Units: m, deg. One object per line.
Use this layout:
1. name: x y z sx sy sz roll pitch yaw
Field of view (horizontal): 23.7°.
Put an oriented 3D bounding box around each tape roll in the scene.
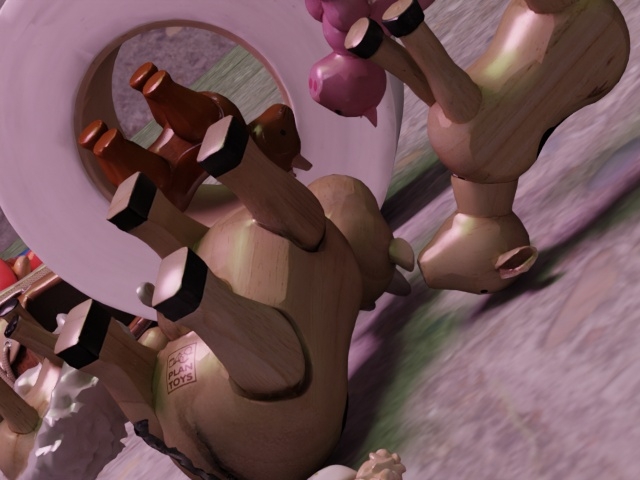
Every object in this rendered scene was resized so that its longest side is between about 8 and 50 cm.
1. tape roll: -0.085 -0.087 1.044 0.286 0.286 0.100 -38 13 17

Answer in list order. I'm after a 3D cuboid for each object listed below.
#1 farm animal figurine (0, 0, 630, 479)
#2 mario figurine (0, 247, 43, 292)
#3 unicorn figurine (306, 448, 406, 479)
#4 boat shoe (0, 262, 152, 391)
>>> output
1. farm animal figurine: 0.000 0.000 0.794 0.330 0.172 0.326 -16 39 47
2. mario figurine: -0.301 0.084 1.592 0.320 0.170 0.198 -46 -29 -73
3. unicorn figurine: -0.029 0.134 0.646 0.162 0.060 0.111 -21 17 15
4. boat shoe: -0.255 0.097 1.310 0.324 0.123 0.116 -45 14 -8
